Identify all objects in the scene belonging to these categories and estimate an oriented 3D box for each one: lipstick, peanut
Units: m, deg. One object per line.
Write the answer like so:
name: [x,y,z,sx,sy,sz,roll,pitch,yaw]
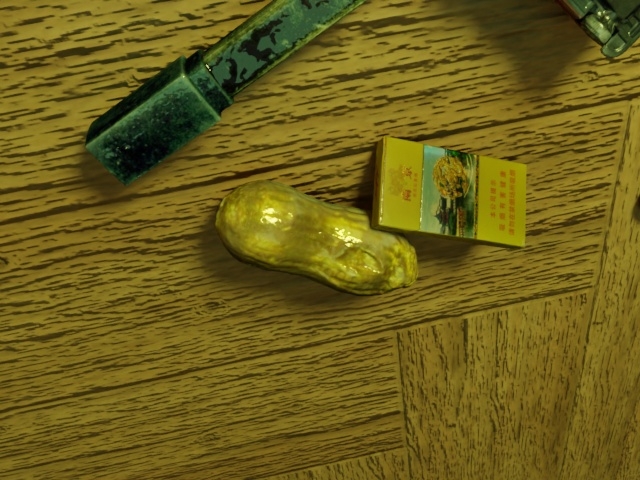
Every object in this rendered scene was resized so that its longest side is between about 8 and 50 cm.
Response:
lipstick: [-0.049,-0.153,0.477,0.312,0.051,0.051,-32,124,11]
peanut: [0.000,0.000,0.580,0.207,0.087,0.087,17,122,-19]

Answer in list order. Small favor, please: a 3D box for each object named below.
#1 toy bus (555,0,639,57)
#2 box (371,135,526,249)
toy bus: [0.189,-0.222,0.451,0.174,0.077,0.079,29,116,-28]
box: [0.125,-0.044,0.576,0.155,0.023,0.086,8,81,-17]
